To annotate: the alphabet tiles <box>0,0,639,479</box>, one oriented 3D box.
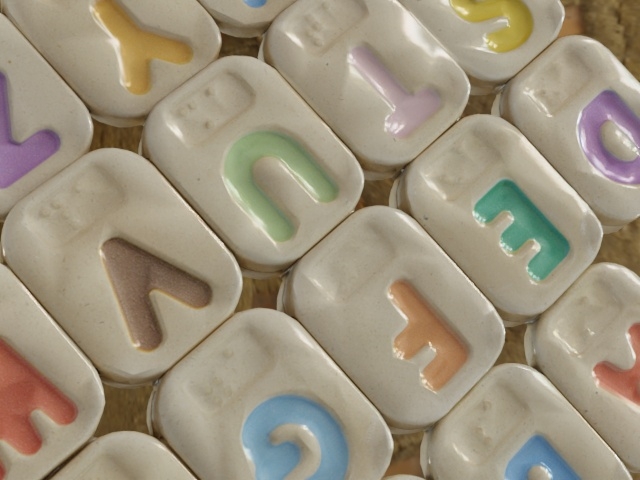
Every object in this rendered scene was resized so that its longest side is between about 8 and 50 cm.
[{"bbox_3d":[0.000,0.000,0.363,0.284,0.021,0.278,-41,-92,-25],"label":"alphabet tiles"}]
